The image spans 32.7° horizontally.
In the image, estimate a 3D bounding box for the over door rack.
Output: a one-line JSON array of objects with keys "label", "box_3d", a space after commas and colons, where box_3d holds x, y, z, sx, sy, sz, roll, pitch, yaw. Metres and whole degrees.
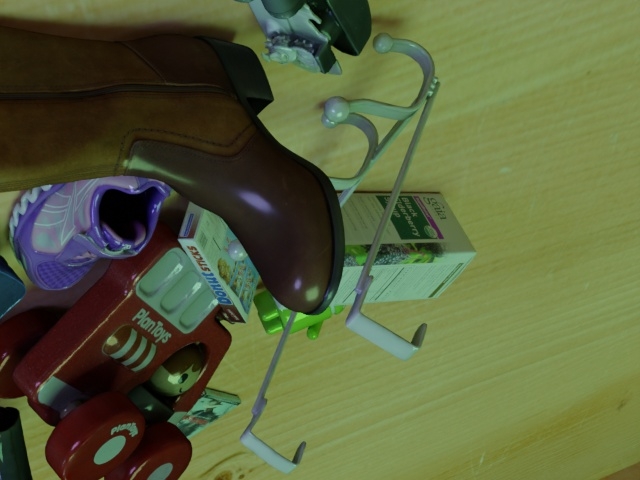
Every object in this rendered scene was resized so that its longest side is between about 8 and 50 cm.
[{"label": "over door rack", "box_3d": [0.000, 0.000, 0.947, 0.108, 0.324, 0.239, 20, 140, -15]}]

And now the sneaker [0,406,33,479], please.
[{"label": "sneaker", "box_3d": [-0.365, 0.228, 1.210, 0.083, 0.222, 0.118, -10, 103, -31]}]

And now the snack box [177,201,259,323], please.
[{"label": "snack box", "box_3d": [-0.101, 0.018, 1.121, 0.022, 0.064, 0.178, 4, 150, 17]}]

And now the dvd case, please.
[{"label": "dvd case", "box_3d": [-0.178, 0.244, 1.501, 0.119, 0.013, 0.087, -36, 150, 15]}]

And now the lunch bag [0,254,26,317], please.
[{"label": "lunch bag", "box_3d": [-0.318, 0.032, 0.981, 0.067, 0.065, 0.098, -42, 150, -4]}]

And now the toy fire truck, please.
[{"label": "toy fire truck", "box_3d": [-0.191, 0.127, 1.167, 0.254, 0.169, 0.302, -45, 153, -5]}]

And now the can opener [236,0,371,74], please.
[{"label": "can opener", "box_3d": [-0.036, -0.214, 0.822, 0.093, 0.074, 0.280, -60, 155, -11]}]

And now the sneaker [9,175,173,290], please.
[{"label": "sneaker", "box_3d": [-0.196, -0.019, 0.956, 0.095, 0.104, 0.236, -1, 144, -41]}]

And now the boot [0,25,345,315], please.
[{"label": "boot", "box_3d": [-0.135, -0.054, 0.783, 0.280, 0.264, 0.096, -3, 154, -40]}]

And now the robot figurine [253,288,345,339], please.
[{"label": "robot figurine", "box_3d": [-0.019, 0.067, 1.284, 0.115, 0.067, 0.101, -22, 132, -9]}]

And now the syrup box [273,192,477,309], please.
[{"label": "syrup box", "box_3d": [0.050, 0.009, 1.217, 0.237, 0.093, 0.096, -2, 143, -38]}]
